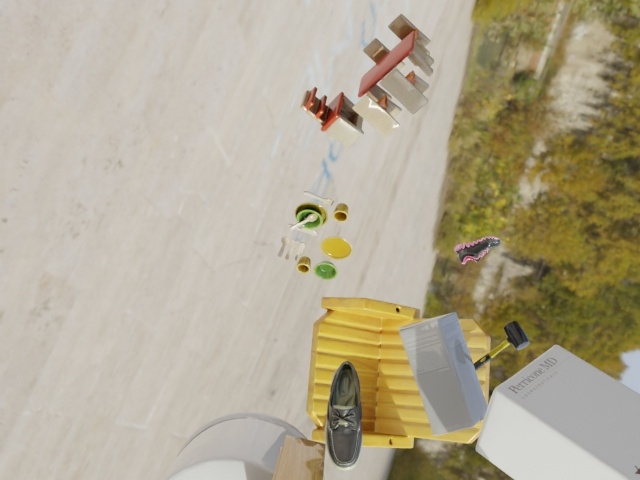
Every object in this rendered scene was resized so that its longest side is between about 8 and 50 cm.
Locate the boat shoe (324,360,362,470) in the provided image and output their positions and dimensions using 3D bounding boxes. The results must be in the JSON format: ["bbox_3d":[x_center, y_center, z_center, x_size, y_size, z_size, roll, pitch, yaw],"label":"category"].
[{"bbox_3d":[0.047,0.358,1.584,0.073,0.080,0.224,80,11,-57],"label":"boat shoe"}]

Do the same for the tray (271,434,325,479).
[{"bbox_3d":[-0.054,0.421,1.019,0.411,0.076,0.203,-32,135,-87],"label":"tray"}]

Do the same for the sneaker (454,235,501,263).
[{"bbox_3d":[0.402,0.028,1.933,0.047,0.119,0.057,45,32,-58],"label":"sneaker"}]

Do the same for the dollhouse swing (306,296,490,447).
[{"bbox_3d":[0.189,0.321,1.824,0.315,0.304,0.347,15,75,-41],"label":"dollhouse swing"}]

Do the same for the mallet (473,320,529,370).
[{"bbox_3d":[0.402,0.268,1.760,0.039,0.062,0.190,14,122,-47],"label":"mallet"}]

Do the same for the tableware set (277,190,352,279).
[{"bbox_3d":[0.000,0.000,1.102,0.154,0.103,0.024,116,-10,-45],"label":"tableware set"}]

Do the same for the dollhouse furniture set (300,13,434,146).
[{"bbox_3d":[0.095,-0.318,1.537,0.259,0.135,0.262,-39,-156,33],"label":"dollhouse furniture set"}]

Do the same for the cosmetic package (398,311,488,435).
[{"bbox_3d":[0.269,0.284,1.647,0.127,0.107,0.238,-3,77,-60],"label":"cosmetic package"}]

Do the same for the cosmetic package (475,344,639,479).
[{"bbox_3d":[0.532,0.398,1.345,0.230,0.453,0.162,-22,132,-40],"label":"cosmetic package"}]

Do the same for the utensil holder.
[{"bbox_3d":[-0.154,0.508,1.416,0.385,0.327,0.328,87,25,-86],"label":"utensil holder"}]
